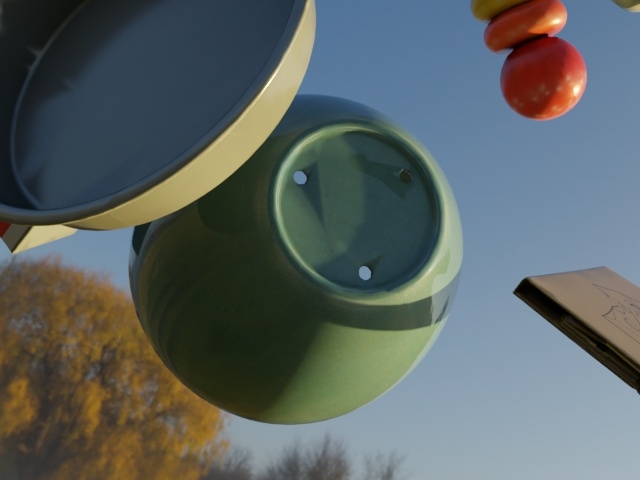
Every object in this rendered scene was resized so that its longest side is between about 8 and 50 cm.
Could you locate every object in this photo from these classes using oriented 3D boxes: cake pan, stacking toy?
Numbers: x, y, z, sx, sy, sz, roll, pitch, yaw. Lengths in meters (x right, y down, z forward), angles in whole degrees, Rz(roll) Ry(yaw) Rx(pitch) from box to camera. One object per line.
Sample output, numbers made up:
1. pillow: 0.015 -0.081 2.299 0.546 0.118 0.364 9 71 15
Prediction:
1. cake pan: -0.127 -0.129 0.533 0.293 0.293 0.054 7 -23 30
2. stacking toy: 0.201 -0.289 0.833 0.141 0.330 0.141 -20 -2 -1

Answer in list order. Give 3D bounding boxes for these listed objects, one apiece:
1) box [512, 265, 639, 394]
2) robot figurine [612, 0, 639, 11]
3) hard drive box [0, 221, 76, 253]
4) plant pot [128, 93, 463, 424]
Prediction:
1. box: 0.276 0.079 0.676 0.164 0.021 0.201 42 27 31
2. robot figurine: 0.233 -0.307 0.503 0.200 0.353 0.300 11 -57 -1
3. hard drive box: -0.285 -0.128 0.802 0.181 0.089 0.232 52 -55 6
4. plant pot: 0.000 0.000 0.632 0.290 0.290 0.195 25 -20 -10
